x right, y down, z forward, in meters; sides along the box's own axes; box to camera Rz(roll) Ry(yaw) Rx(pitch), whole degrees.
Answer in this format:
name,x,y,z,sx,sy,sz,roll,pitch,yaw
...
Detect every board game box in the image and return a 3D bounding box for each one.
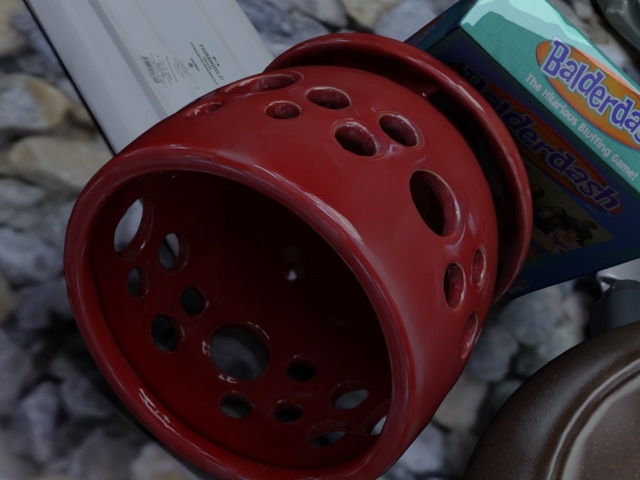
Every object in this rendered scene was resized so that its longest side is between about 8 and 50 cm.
name,x,y,z,sx,sy,sz,roll,pitch,yaw
board game box,0.102,-0.049,0.937,0.160,0.210,0.047,42,71,-9

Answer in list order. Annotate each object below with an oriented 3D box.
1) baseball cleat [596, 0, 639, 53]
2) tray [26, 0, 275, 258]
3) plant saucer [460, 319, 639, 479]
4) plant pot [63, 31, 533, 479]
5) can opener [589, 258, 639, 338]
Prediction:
name,x,y,z,sx,sy,sz,roll,pitch,yaw
baseball cleat,0.267,-0.153,1.275,0.109,0.072,0.206,9,51,-45
tray,-0.073,-0.097,1.020,0.145,0.030,0.270,-12,59,-38
plant saucer,0.220,0.156,0.866,0.310,0.050,0.311,2,56,-2
plant pot,0.000,0.000,0.848,0.191,0.191,0.174,39,46,5
can opener,0.204,0.043,1.016,0.076,0.095,0.283,24,41,-11
